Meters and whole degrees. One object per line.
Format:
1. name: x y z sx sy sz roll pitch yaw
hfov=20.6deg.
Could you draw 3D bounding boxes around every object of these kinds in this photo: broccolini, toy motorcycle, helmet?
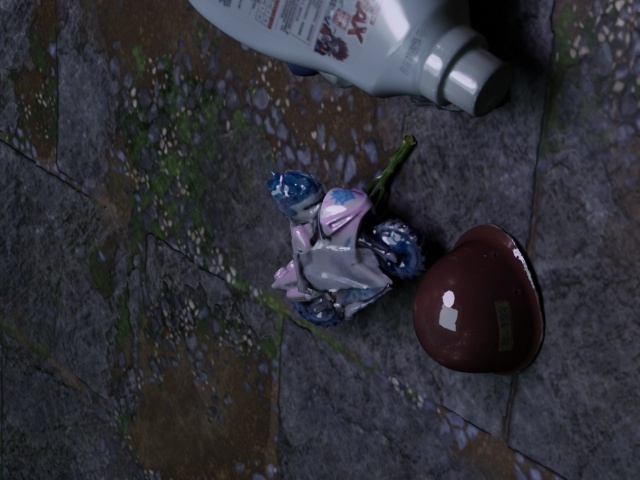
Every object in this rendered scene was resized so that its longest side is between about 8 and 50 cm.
1. broccolini: 0.079 -0.070 2.083 0.035 0.030 0.140 51 133 17
2. toy motorcycle: 0.003 -0.004 2.090 0.204 0.108 0.239 45 124 -9
3. helmet: 0.161 0.074 1.957 0.155 0.106 0.175 26 117 45

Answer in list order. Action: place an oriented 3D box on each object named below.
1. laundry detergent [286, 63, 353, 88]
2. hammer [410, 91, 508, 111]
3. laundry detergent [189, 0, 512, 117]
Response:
1. laundry detergent: -0.049 -0.277 2.090 0.290 0.094 0.143 43 150 19
2. hammer: 0.127 -0.318 1.887 0.111 0.043 0.365 6 111 44
3. laundry detergent: 0.040 -0.275 1.873 0.398 0.124 0.264 37 121 26
